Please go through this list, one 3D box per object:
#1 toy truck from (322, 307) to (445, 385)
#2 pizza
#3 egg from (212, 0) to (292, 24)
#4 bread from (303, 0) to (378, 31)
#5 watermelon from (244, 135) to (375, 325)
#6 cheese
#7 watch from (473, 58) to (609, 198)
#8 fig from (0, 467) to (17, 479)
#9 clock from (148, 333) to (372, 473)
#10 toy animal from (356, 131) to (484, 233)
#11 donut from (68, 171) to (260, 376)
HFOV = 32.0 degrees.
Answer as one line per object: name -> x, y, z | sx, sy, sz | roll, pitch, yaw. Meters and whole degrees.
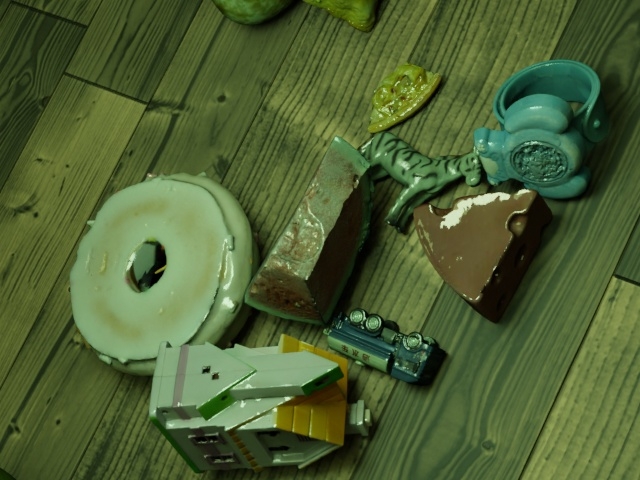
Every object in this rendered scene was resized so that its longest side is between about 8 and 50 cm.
toy truck -> 0.096, 0.168, 1.804 | 0.201, 0.074, 0.088 | 21, 87, 31
pizza -> 0.137, -0.257, 1.962 | 0.160, 0.036, 0.099 | -35, 60, 11
egg -> -0.117, -0.548, 2.083 | 0.238, 0.238, 0.290 | 16, 105, 30
bread -> 0.064, -0.513, 2.026 | 0.088, 0.160, 0.233 | -11, 60, 55
watermelon -> 0.000, 0.000, 1.792 | 0.148, 0.226, 0.318 | 29, 103, 4
cheese -> 0.235, -0.004, 1.767 | 0.177, 0.128, 0.203 | 25, 85, 31
watch -> 0.352, -0.191, 1.764 | 0.211, 0.211, 0.193 | 0, 49, 26
fig -> -0.618, 0.508, 1.923 | 0.316, 0.316, 0.316 | -9, 68, 23
clock -> -0.081, 0.257, 1.776 | 0.309, 0.235, 0.166 | -5, 54, 14
toy animal -> 0.152, -0.094, 1.871 | 0.255, 0.090, 0.170 | 15, 74, 27
donut -> -0.272, 0.064, 1.982 | 0.382, 0.142, 0.383 | -9, 67, 23
